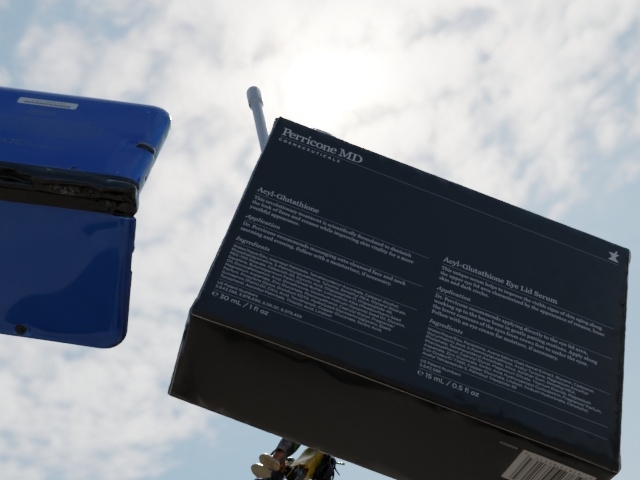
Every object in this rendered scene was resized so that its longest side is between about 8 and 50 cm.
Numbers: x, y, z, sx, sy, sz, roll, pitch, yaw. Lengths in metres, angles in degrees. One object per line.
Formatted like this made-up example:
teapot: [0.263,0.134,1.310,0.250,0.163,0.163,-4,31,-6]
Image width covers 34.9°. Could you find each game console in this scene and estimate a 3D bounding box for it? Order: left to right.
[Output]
game console: [-0.336,-0.037,1.174,0.293,0.250,0.173,8,-49,5]

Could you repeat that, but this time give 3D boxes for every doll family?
doll family: [-0.031,0.249,1.057,0.111,0.076,0.193,-45,-11,-49]

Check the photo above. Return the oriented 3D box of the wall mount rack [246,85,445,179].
wall mount rack: [0.000,0.000,1.067,0.130,0.304,0.350,-34,-41,-37]

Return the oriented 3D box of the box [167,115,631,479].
box: [0.058,0.051,0.662,0.261,0.184,0.103,21,-41,-1]
